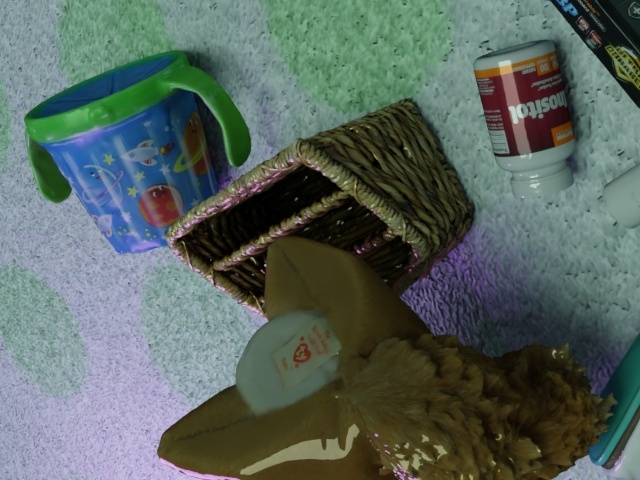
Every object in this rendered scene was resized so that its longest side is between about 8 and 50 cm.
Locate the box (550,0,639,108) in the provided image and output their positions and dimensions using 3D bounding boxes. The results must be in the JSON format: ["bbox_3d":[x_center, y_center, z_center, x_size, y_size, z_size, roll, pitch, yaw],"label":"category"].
[{"bbox_3d":[0.280,-0.247,0.848,0.220,0.175,0.051,54,162,8],"label":"box"}]

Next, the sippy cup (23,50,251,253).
[{"bbox_3d":[-0.250,-0.112,1.337,0.305,0.240,0.224,19,134,59],"label":"sippy cup"}]

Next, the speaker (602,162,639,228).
[{"bbox_3d":[0.345,-0.065,0.959,0.136,0.055,0.055,-39,83,43],"label":"speaker"}]

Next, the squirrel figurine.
[{"bbox_3d":[0.104,0.212,1.067,0.397,0.281,0.370,5,152,40],"label":"squirrel figurine"}]

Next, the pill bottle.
[{"bbox_3d":[0.217,-0.125,1.018,0.086,0.086,0.152,-5,107,41],"label":"pill bottle"}]

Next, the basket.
[{"bbox_3d":[0.000,0.000,1.164,0.299,0.223,0.213,-27,91,43],"label":"basket"}]

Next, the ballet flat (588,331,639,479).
[{"bbox_3d":[0.386,0.092,0.965,0.139,0.139,0.400,32,131,25],"label":"ballet flat"}]
